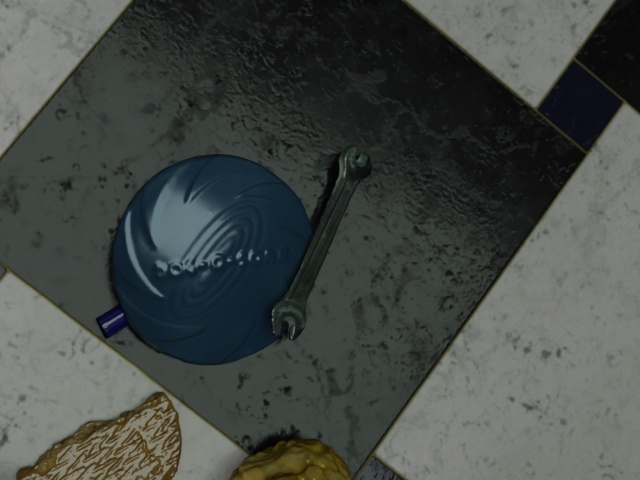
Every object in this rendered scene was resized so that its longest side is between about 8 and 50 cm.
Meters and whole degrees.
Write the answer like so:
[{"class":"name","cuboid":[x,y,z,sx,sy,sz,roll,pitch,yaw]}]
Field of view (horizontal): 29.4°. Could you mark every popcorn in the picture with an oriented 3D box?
[{"class":"popcorn","cuboid":[-0.042,0.340,1.612,0.180,0.180,0.170,11,49,-11]}]

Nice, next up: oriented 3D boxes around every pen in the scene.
[{"class":"pen","cuboid":[-0.185,0.050,1.669,0.269,0.033,0.033,-32,92,-13]}]

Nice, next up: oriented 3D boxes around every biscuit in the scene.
[{"class":"biscuit","cuboid":[-0.277,0.306,1.625,0.224,0.033,0.144,-31,94,-13]}]

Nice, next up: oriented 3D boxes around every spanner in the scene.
[{"class":"spanner","cuboid":[0.000,0.000,1.689,0.071,0.017,0.302,39,67,-41]}]

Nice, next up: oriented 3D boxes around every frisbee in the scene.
[{"class":"frisbee","cuboid":[-0.136,0.029,1.641,0.289,0.049,0.289,-2,97,-20]}]
